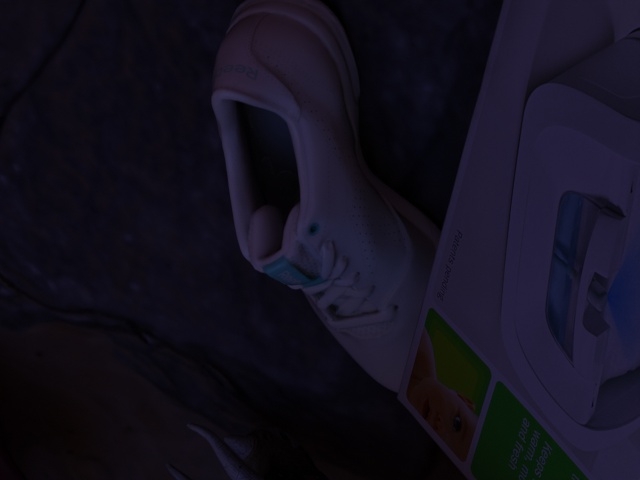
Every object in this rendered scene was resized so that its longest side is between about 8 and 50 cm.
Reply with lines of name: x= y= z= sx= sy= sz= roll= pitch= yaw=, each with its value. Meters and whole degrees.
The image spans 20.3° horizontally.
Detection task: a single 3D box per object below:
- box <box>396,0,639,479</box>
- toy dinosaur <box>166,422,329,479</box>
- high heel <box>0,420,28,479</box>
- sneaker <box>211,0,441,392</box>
box: x=0.164 y=0.026 z=0.668 sx=0.231 sy=0.127 sz=0.262 roll=50 pitch=142 yaw=37
toy dinosaur: x=0.062 y=0.179 z=0.828 sx=0.313 sy=0.160 sz=0.121 roll=21 pitch=105 yaw=56
high heel: x=-0.234 y=0.202 z=1.056 sx=0.181 sy=0.127 sz=0.377 roll=44 pitch=138 yaw=23
sneaker: x=0.000 y=0.000 z=0.799 sx=0.080 sy=0.094 sz=0.212 roll=-13 pitch=119 yaw=26
